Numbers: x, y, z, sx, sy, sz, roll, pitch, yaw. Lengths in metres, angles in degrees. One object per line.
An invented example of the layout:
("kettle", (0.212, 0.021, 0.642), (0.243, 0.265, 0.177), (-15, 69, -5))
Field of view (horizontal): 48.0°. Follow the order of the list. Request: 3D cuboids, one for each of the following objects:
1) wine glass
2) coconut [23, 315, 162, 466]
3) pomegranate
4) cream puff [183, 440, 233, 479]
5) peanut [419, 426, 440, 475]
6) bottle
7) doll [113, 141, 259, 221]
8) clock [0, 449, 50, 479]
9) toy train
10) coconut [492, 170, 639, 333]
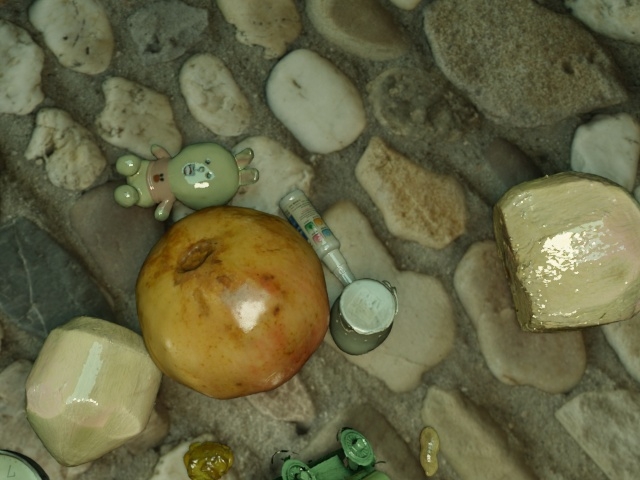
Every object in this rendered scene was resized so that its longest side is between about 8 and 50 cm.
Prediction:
("wine glass", (0.071, 0.138, 1.254), (0.111, 0.204, 0.111), (2, 70, -4))
("coconut", (-0.380, 0.249, 1.179), (0.224, 0.224, 0.234), (22, 72, 4))
("pomegranate", (-0.140, 0.113, 1.205), (0.337, 0.338, 0.339), (1, 69, -4))
("cream puff", (-0.190, 0.379, 1.226), (0.083, 0.083, 0.058), (-23, 113, -24))
("peanut", (0.191, 0.371, 1.265), (0.037, 0.037, 0.083), (7, 74, -1))
("bottle", (0.000, 0.000, 1.379), (0.060, 0.060, 0.217), (-32, 73, -15))
("doll", (-0.261, -0.122, 1.388), (0.274, 0.113, 0.155), (-9, 79, -15))
("clock", (-0.550, 0.455, 1.173), (0.225, 0.049, 0.226), (1, 68, -3))
("toy train", (0.017, 0.410, 1.120), (0.189, 0.307, 0.126), (44, 116, 25))
("coconut", (0.457, 0.018, 1.285), (0.254, 0.297, 0.298), (-11, 70, 7))
